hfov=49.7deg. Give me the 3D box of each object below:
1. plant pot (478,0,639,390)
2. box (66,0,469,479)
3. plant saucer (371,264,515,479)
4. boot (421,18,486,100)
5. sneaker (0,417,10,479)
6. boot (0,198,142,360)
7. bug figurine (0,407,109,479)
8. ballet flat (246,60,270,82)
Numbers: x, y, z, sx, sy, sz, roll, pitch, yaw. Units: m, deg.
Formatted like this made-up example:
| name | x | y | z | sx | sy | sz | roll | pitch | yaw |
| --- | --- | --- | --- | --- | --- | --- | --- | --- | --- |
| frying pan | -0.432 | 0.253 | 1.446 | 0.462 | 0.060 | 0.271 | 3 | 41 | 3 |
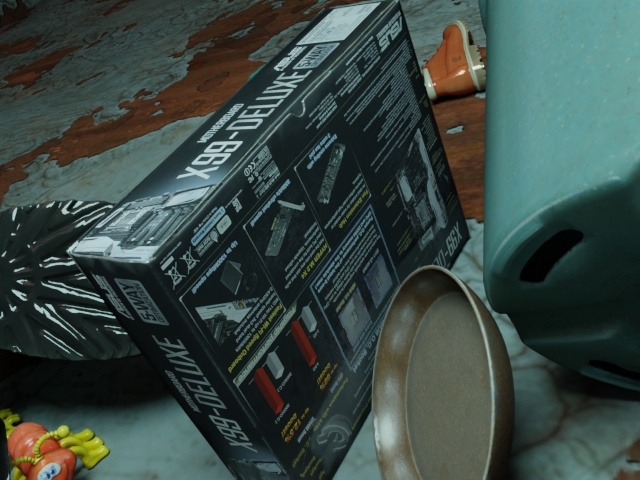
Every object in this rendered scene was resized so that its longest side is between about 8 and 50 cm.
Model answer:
| name | x | y | z | sx | sy | sz | roll | pitch | yaw |
| --- | --- | --- | --- | --- | --- | --- | --- | --- | --- |
| plant pot | 0.243 | -0.101 | 0.430 | 0.340 | 0.341 | 0.334 | -3 | 55 | 29 |
| box | 0.000 | 0.000 | 0.523 | 0.076 | 0.243 | 0.307 | 5 | 45 | 37 |
| plant saucer | 0.076 | 0.101 | 0.439 | 0.029 | 0.169 | 0.168 | 5 | 30 | -16 |
| boot | 0.166 | -0.238 | 0.910 | 0.084 | 0.059 | 0.158 | -19 | 35 | 17 |
| sneaker | -0.312 | 0.157 | 0.503 | 0.148 | 0.131 | 0.350 | -13 | 17 | -30 |
| boot | -0.258 | 0.044 | 0.678 | 0.347 | 0.131 | 0.260 | 0 | -6 | 3 |
| bug figurine | -0.325 | 0.231 | 0.565 | 0.216 | 0.072 | 0.279 | 15 | 51 | 44 |
| ballet flat | -0.015 | -0.271 | 1.049 | 0.247 | 0.083 | 0.087 | -33 | 21 | -16 |
